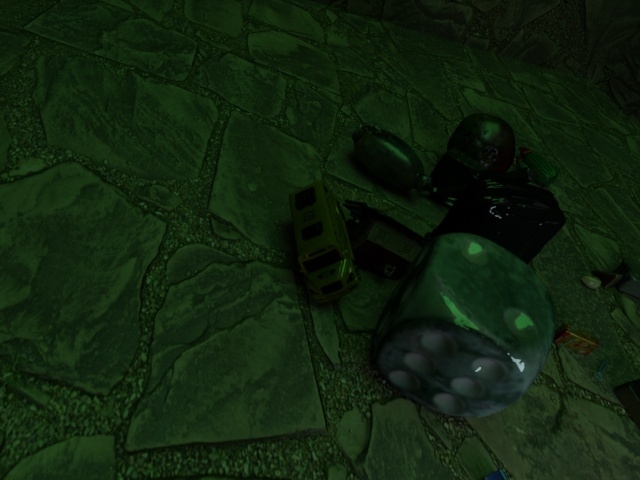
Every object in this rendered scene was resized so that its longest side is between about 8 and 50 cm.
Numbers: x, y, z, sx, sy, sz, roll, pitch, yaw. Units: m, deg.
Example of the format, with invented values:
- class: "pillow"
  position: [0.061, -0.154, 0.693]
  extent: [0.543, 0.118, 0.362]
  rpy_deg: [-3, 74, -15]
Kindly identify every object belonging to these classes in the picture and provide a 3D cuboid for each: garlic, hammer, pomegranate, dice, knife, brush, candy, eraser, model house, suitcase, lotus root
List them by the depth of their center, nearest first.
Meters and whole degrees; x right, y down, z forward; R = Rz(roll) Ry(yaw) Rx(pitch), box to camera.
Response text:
- class: "eraser"
  position: [0.412, 0.576, 1.048]
  extent: [0.063, 0.027, 0.084]
  rpy_deg: [-4, 51, -30]
- class: "dice"
  position: [0.342, 0.209, 1.142]
  extent: [0.330, 0.328, 0.348]
  rpy_deg: [31, 44, 5]
- class: "brush"
  position: [0.982, 0.508, 1.356]
  extent: [0.123, 0.059, 0.197]
  rpy_deg: [-3, 51, -26]
- class: "model house"
  position: [0.179, 0.010, 1.402]
  extent: [0.294, 0.154, 0.207]
  rpy_deg: [28, -3, -21]
- class: "knife"
  position: [0.883, 0.406, 1.441]
  extent: [0.027, 0.010, 0.096]
  rpy_deg: [45, 46, 18]
- class: "suitcase"
  position: [0.550, -0.026, 1.452]
  extent: [0.339, 0.345, 0.188]
  rpy_deg: [12, 42, -13]
- class: "candy"
  position: [0.810, 0.313, 1.457]
  extent: [0.122, 0.062, 0.038]
  rpy_deg: [23, 42, -3]
- class: "hammer"
  position: [0.539, -0.186, 1.573]
  extent: [0.168, 0.440, 0.044]
  rpy_deg: [30, 74, -21]
- class: "lotus root"
  position: [0.261, -0.296, 1.708]
  extent: [0.349, 0.175, 0.175]
  rpy_deg: [43, 46, 11]
- class: "garlic"
  position: [1.023, 0.155, 1.725]
  extent: [0.083, 0.041, 0.053]
  rpy_deg: [0, 36, -36]
- class: "pomegranate"
  position: [0.640, -0.393, 1.895]
  extent: [0.291, 0.291, 0.323]
  rpy_deg: [7, 36, -20]

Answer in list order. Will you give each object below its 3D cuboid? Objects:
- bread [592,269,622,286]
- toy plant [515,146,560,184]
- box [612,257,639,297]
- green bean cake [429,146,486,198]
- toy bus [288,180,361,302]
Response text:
- class: "bread"
  position: [1.096, 0.149, 1.755]
  extent: [0.043, 0.109, 0.062]
  rpy_deg: [-2, 94, -21]
- class: "toy plant"
  position: [1.007, -0.353, 2.161]
  extent: [0.154, 0.088, 0.240]
  rpy_deg: [-35, 62, -27]
- class: "box"
  position: [1.229, 0.155, 1.781]
  extent: [0.172, 0.093, 0.124]
  rpy_deg: [20, 44, -6]
- class: "green bean cake"
  position: [0.527, -0.245, 1.770]
  extent: [0.181, 0.173, 0.094]
  rpy_deg: [35, 45, 12]
- class: "toy bus"
  position: [0.000, 0.000, 1.273]
  extent: [0.145, 0.151, 0.331]
  rpy_deg: [-22, 49, 12]
